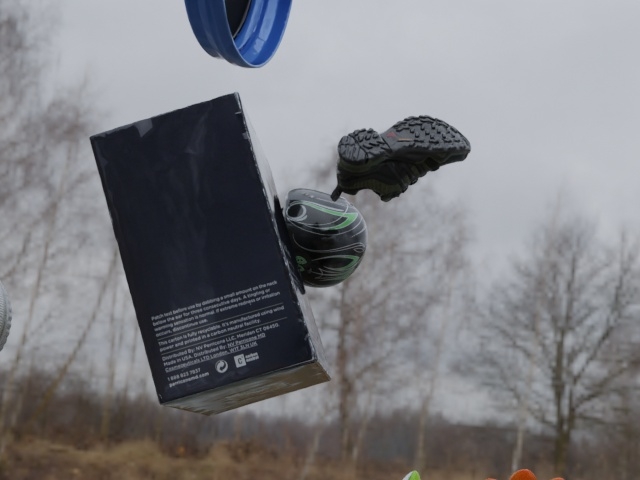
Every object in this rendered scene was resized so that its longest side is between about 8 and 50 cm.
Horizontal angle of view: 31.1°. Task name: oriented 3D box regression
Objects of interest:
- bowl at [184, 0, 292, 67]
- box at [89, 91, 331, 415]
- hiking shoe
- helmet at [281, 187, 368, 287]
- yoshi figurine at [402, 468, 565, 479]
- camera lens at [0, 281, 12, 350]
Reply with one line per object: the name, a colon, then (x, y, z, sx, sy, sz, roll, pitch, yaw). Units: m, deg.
bowl: (-0.127, -0.475, 1.852, 0.077, 0.391, 0.391, 7, -8, 14)
box: (-0.119, 0.035, 1.390, 0.179, 0.312, 0.343, -16, -12, 0)
hiking shoe: (0.117, -0.117, 1.722, 0.227, 0.086, 0.114, -8, -41, -25)
helmet: (0.000, 0.000, 1.960, 0.161, 0.169, 0.169, 16, -10, -8)
yoshi figurine: (0.203, 0.436, 1.522, 0.362, 0.203, 0.203, -12, -50, 15)
camera lens: (-0.617, 0.102, 1.758, 0.219, 0.219, 0.274, 4, -13, 8)
